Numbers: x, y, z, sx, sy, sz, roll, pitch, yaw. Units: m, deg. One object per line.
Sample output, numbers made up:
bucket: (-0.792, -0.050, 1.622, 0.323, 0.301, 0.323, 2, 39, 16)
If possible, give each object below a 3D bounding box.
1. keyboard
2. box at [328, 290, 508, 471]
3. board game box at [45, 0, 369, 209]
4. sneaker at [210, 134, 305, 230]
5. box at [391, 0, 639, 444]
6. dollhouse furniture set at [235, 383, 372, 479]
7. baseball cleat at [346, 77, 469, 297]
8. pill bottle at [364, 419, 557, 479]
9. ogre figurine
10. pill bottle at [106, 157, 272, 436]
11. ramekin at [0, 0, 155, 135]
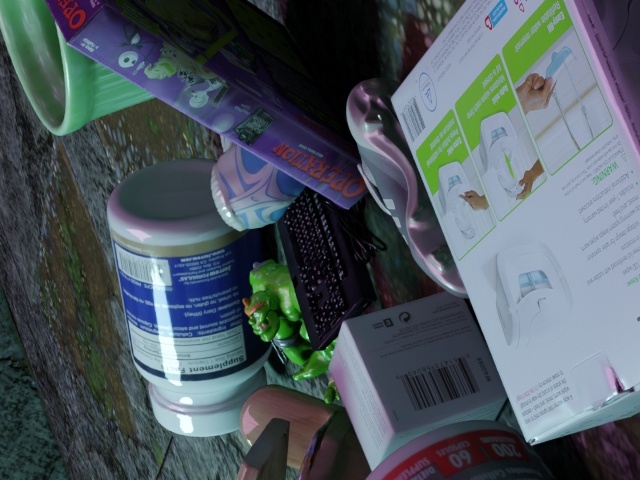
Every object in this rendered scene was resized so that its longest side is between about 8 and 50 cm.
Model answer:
keyboard: (0.000, 0.000, 1.494, 0.100, 0.038, 0.192, -46, 34, 20)
box: (0.074, 0.108, 1.369, 0.087, 0.101, 0.102, 105, 145, -58)
board game box: (-0.102, -0.162, 1.387, 0.347, 0.056, 0.208, 30, -161, -49)
sneaker: (-0.047, -0.072, 1.575, 0.237, 0.086, 0.085, -92, -15, -70)
box: (0.161, -0.034, 0.953, 0.262, 0.127, 0.231, 128, 122, -68)
dollhouse furniture set: (-0.134, 0.330, 1.480, 0.362, 0.256, 0.394, -49, -22, -73)
baseball cleat: (0.082, -0.028, 1.309, 0.109, 0.072, 0.206, 76, 172, -57)
pill bottle: (0.143, 0.271, 1.219, 0.283, 0.161, 0.161, -126, 26, -44)
ogre figurine: (-0.008, 0.072, 1.602, 0.118, 0.097, 0.197, 59, -179, -15)
pill bottle: (-0.128, 0.062, 1.831, 0.153, 0.153, 0.264, -132, 31, -52)
ramekin: (-0.250, -0.275, 1.892, 0.303, 0.148, 0.303, 163, 90, -72)
